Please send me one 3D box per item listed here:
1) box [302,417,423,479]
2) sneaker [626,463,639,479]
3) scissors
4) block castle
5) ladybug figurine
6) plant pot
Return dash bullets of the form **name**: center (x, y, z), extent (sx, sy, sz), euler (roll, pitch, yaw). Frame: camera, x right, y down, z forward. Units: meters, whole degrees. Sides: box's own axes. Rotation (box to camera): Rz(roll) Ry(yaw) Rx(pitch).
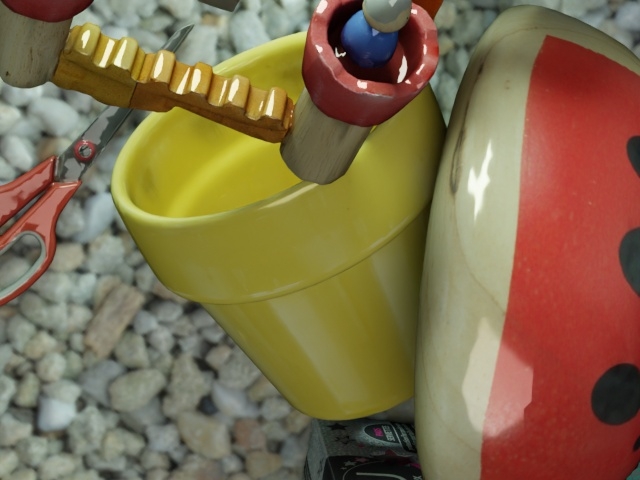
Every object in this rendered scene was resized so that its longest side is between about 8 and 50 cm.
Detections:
- **box**: center (0.058, 0.253, 1.569), extent (0.142, 0.247, 0.163), euler (7, 103, -8)
- **sneaker**: center (0.287, 0.158, 1.617), extent (0.178, 0.124, 0.295), euler (-33, 122, 0)
- **scissors**: center (-0.198, -0.054, 1.589), extent (0.297, 0.021, 0.109), euler (-35, 102, 3)
- **block castle**: center (-0.032, -0.289, 1.332), extent (0.303, 0.213, 0.453), euler (19, 60, -8)
- **ladybug figurine**: center (0.176, 0.025, 1.442), extent (0.161, 0.449, 0.305), euler (3, 148, 15)
- **plant pot**: center (0.000, 0.000, 1.514), extent (0.254, 0.254, 0.239), euler (-26, 119, 1)
